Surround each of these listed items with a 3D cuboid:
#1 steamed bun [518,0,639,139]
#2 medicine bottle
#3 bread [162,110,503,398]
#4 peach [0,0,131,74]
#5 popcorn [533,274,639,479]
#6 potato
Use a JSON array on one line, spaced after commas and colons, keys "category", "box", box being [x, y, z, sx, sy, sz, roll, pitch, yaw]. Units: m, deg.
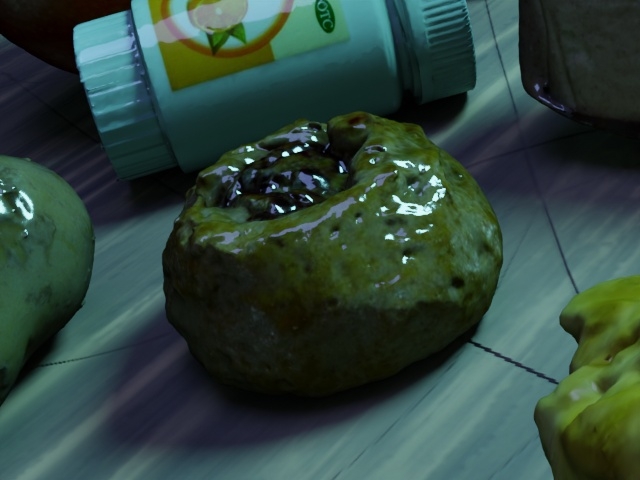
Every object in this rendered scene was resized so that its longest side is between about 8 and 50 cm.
[{"category": "steamed bun", "box": [0.298, -0.206, 0.923, 0.301, 0.251, 0.199, 1, 20, 37]}, {"category": "medicine bottle", "box": [-0.040, -0.159, 1.096, 0.318, 0.158, 0.158, -17, 29, -1]}, {"category": "bread", "box": [0.000, 0.000, 0.840, 0.230, 0.123, 0.230, -11, 32, 7]}, {"category": "peach", "box": [-0.183, -0.324, 1.249, 0.388, 0.388, 0.388, -12, 29, 7]}, {"category": "popcorn", "box": [0.193, 0.092, 0.517, 0.253, 0.190, 0.191, 13, 47, 36]}, {"category": "potato", "box": [-0.260, 0.039, 0.861, 0.165, 0.165, 0.262, 3, 41, 31]}]
